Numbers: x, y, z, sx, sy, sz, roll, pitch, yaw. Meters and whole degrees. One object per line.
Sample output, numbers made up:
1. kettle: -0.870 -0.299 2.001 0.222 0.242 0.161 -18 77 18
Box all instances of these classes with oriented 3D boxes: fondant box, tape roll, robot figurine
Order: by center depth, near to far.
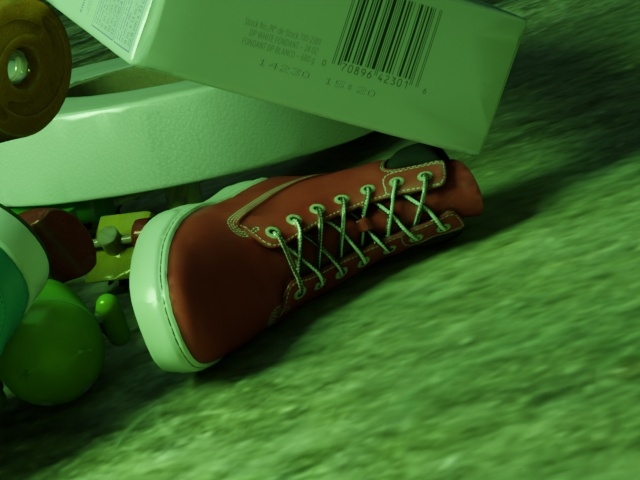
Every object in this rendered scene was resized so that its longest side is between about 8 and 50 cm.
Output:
1. robot figurine: -0.168 0.062 1.182 0.101 0.067 0.115 -25 16 -9
2. fondant box: -0.051 -0.164 1.268 0.238 0.096 0.330 13 11 -27
3. tape roll: -0.112 -0.109 1.587 0.392 0.072 0.392 -11 12 3

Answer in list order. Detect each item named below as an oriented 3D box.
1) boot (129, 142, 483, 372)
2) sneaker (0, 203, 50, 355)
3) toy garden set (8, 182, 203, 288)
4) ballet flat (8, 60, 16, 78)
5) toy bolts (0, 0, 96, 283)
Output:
1. boot: 0.000 0.000 1.156 0.176 0.088 0.244 -12 14 22
2. sneaker: -0.284 0.101 1.112 0.295 0.124 0.178 -34 19 42
3. toy garden set: -0.177 -0.005 1.460 0.204 0.049 0.244 -7 13 22
4. ballet flat: -0.316 -0.123 1.917 0.123 0.123 0.348 -27 16 -24
5. toy bolts: -0.258 -0.044 1.271 0.158 0.228 0.218 9 55 35
